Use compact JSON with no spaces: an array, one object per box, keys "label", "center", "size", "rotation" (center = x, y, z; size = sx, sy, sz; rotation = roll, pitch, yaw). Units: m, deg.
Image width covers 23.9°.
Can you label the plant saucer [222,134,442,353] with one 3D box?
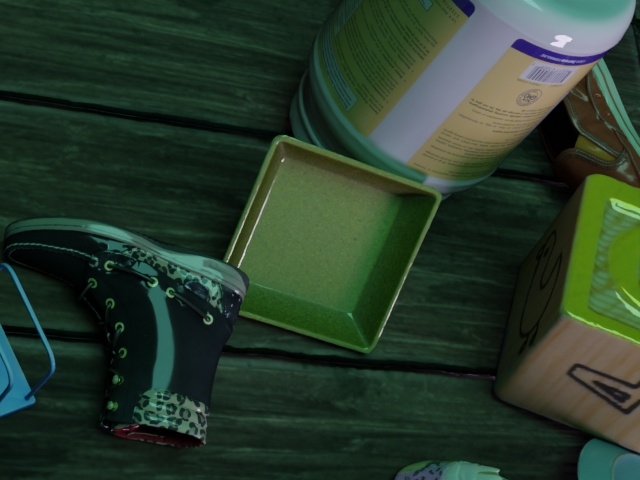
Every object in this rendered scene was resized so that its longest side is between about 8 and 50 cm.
[{"label":"plant saucer","center":[0.000,0.000,1.520],"size":[0.188,0.188,0.045],"rotation":[18,15,-20]}]

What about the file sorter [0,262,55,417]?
[{"label":"file sorter","center":[-0.334,0.103,1.304],"size":[0.170,0.104,0.118],"rotation":[-20,77,-33]}]

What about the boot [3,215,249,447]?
[{"label":"boot","center":[-0.193,0.084,1.403],"size":[0.236,0.085,0.179],"rotation":[16,67,-13]}]

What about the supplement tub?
[{"label":"supplement tub","center":[0.134,-0.198,1.540],"size":[0.241,0.331,0.241],"rotation":[19,47,-22]}]

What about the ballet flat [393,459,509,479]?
[{"label":"ballet flat","center":[0.182,0.265,1.516],"size":[0.221,0.079,0.077],"rotation":[21,61,-17]}]

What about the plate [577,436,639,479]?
[{"label":"plate","center":[0.344,0.284,1.588],"size":[0.188,0.024,0.188],"rotation":[31,35,-25]}]

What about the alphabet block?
[{"label":"alphabet block","center":[0.315,0.080,1.583],"size":[0.193,0.197,0.192],"rotation":[19,55,-5]}]

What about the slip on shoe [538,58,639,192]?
[{"label":"slip on shoe","center":[0.319,-0.085,1.746],"size":[0.101,0.123,0.331],"rotation":[-17,71,-19]}]
